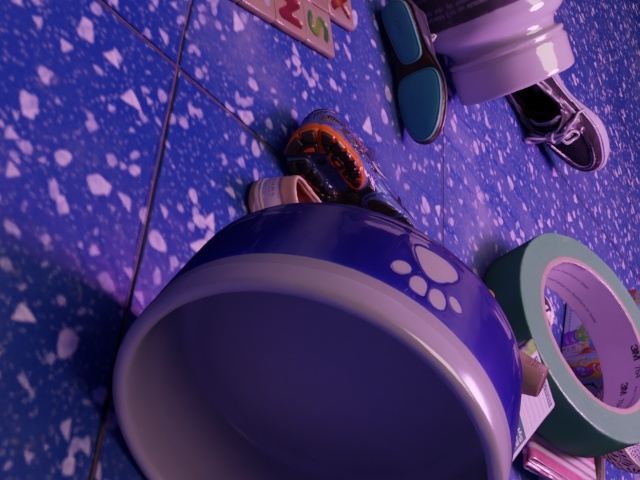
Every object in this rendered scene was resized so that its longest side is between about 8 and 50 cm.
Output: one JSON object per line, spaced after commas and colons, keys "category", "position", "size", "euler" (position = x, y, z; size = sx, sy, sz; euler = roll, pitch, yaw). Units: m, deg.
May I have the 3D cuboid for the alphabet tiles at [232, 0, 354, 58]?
{"category": "alphabet tiles", "position": [-0.065, -0.365, 0.945], "size": [0.343, 0.011, 0.284], "euler": [16, 63, -54]}

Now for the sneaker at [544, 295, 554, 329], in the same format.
{"category": "sneaker", "position": [0.336, 0.129, 1.326], "size": [0.044, 0.040, 0.109], "euler": [22, 58, -50]}

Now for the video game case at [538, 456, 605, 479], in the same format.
{"category": "video game case", "position": [0.395, 0.337, 1.341], "size": [0.206, 0.026, 0.227], "euler": [55, 35, -28]}

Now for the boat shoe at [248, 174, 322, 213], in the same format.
{"category": "boat shoe", "position": [0.000, 0.000, 0.835], "size": [0.170, 0.059, 0.063], "euler": [47, 41, -37]}

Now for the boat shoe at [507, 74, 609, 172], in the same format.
{"category": "boat shoe", "position": [0.417, -0.219, 1.547], "size": [0.306, 0.113, 0.104], "euler": [51, 44, -28]}

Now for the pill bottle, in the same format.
{"category": "pill bottle", "position": [0.218, -0.389, 1.217], "size": [0.204, 0.204, 0.360], "euler": [-39, 109, -57]}

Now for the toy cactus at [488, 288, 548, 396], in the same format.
{"category": "toy cactus", "position": [0.156, 0.108, 0.926], "size": [0.219, 0.181, 0.112], "euler": [-16, 123, -62]}

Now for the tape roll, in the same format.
{"category": "tape roll", "position": [0.368, 0.146, 1.247], "size": [0.321, 0.077, 0.321], "euler": [23, 50, -31]}

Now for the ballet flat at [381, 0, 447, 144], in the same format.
{"category": "ballet flat", "position": [0.133, -0.222, 1.140], "size": [0.074, 0.074, 0.203], "euler": [1, 73, -58]}

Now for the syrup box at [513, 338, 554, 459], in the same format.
{"category": "syrup box", "position": [0.187, 0.199, 1.006], "size": [0.237, 0.096, 0.093], "euler": [-20, 91, -59]}

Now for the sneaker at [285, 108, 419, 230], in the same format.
{"category": "sneaker", "position": [0.046, -0.055, 0.919], "size": [0.221, 0.083, 0.087], "euler": [55, 28, -34]}

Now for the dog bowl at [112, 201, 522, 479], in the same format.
{"category": "dog bowl", "position": [0.000, 0.110, 0.589], "size": [0.264, 0.265, 0.104], "euler": [61, 32, -20]}

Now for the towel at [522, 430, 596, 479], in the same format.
{"category": "towel", "position": [0.338, 0.267, 1.246], "size": [0.144, 0.029, 0.197], "euler": [36, 41, -24]}

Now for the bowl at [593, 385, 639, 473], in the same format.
{"category": "bowl", "position": [0.474, 0.299, 1.365], "size": [0.170, 0.080, 0.170], "euler": [25, 49, -32]}

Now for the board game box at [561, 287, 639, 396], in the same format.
{"category": "board game box", "position": [0.540, 0.238, 1.501], "size": [0.275, 0.142, 0.144], "euler": [57, 35, -26]}
